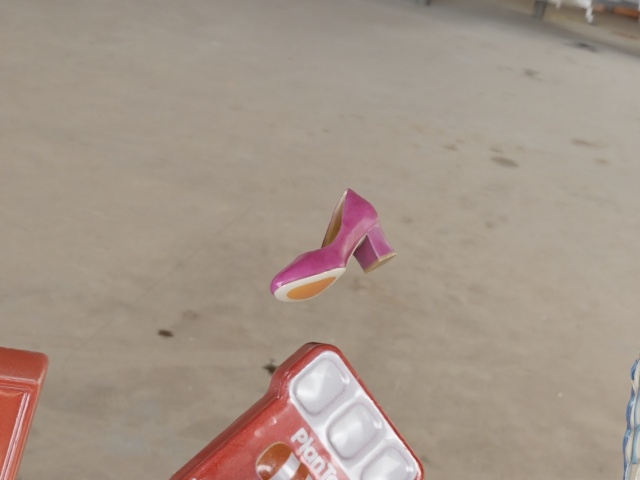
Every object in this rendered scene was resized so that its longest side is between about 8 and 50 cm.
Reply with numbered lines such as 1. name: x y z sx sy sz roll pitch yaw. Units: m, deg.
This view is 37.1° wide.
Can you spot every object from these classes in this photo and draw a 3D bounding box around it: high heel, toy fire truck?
1. high heel: 0.000 0.000 1.226 0.244 0.082 0.117 -21 73 -45
2. toy fire truck: 0.004 0.279 0.878 0.254 0.302 0.169 -40 9 -19

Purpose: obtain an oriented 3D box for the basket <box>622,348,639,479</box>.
1. basket: 0.405 0.192 0.939 0.201 0.255 0.289 5 -10 25

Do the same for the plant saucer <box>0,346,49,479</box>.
1. plant saucer: -0.446 0.243 1.086 0.047 0.259 0.259 14 -2 45
